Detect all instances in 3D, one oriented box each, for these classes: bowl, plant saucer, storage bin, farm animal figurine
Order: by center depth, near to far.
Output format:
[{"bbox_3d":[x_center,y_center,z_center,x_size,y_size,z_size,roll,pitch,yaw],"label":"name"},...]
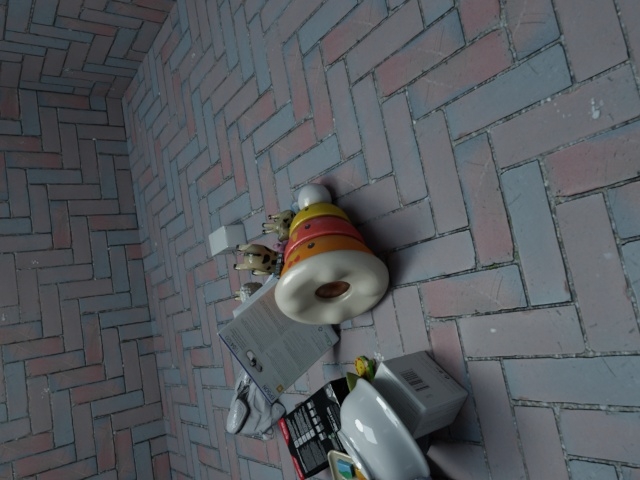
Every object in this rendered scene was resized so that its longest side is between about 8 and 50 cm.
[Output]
[{"bbox_3d":[0.136,0.519,1.275,0.298,0.134,0.298,53,164,22],"label":"bowl"},{"bbox_3d":[0.275,0.543,1.422,0.090,0.098,0.135,7,100,25],"label":"storage bin"},{"bbox_3d":[0.142,0.519,1.532,0.241,0.037,0.241,-23,-90,-86],"label":"plant saucer"},{"bbox_3d":[-0.158,0.055,1.742,0.172,0.326,0.331,-3,91,35],"label":"farm animal figurine"}]

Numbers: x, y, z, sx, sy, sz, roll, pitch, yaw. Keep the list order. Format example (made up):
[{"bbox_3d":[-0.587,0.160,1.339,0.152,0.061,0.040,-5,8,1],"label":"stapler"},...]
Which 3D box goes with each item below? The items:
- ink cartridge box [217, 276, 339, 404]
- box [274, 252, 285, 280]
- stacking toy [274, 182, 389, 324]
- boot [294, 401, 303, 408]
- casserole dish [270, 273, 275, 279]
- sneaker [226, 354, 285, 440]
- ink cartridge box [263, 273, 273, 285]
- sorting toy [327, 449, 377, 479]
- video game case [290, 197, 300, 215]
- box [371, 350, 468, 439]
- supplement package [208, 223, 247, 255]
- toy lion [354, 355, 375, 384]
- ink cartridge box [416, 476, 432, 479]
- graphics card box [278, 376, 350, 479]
[{"bbox_3d":[-0.139,0.313,1.643,0.071,0.330,0.324,8,133,60],"label":"ink cartridge box"},{"bbox_3d":[-0.121,0.091,1.584,0.018,0.067,0.084,-7,56,22],"label":"box"},{"bbox_3d":[0.000,0.000,1.603,0.351,0.350,0.480,-57,34,39],"label":"stacking toy"},{"bbox_3d":[-0.075,0.709,1.942,0.114,0.037,0.107,47,116,36],"label":"boot"},{"bbox_3d":[-0.116,0.159,1.900,0.188,0.037,0.114,-9,76,36],"label":"casserole dish"},{"bbox_3d":[-0.261,0.672,2.117,0.137,0.210,0.366,-50,21,43],"label":"sneaker"},{"bbox_3d":[-0.172,0.249,2.015,0.206,0.045,0.208,-55,52,40],"label":"ink cartridge box"},{"bbox_3d":[0.126,0.787,1.594,0.208,0.038,0.193,-1,110,35],"label":"sorting toy"},{"bbox_3d":[-0.053,-0.117,1.841,0.166,0.015,0.119,-38,64,49],"label":"video game case"},{"bbox_3d":[0.263,0.414,1.336,0.181,0.181,0.119,43,124,42],"label":"box"},{"bbox_3d":[-0.433,-0.001,2.290,0.179,0.105,0.105,-25,74,53],"label":"supplement package"},{"bbox_3d":[0.147,0.431,1.623,0.096,0.034,0.100,-32,68,58],"label":"toy lion"},{"bbox_3d":[0.273,0.742,1.375,0.311,0.065,0.186,-120,35,-65],"label":"ink cartridge box"},{"bbox_3d":[0.008,0.675,1.755,0.371,0.094,0.233,-50,55,37],"label":"graphics card box"}]
